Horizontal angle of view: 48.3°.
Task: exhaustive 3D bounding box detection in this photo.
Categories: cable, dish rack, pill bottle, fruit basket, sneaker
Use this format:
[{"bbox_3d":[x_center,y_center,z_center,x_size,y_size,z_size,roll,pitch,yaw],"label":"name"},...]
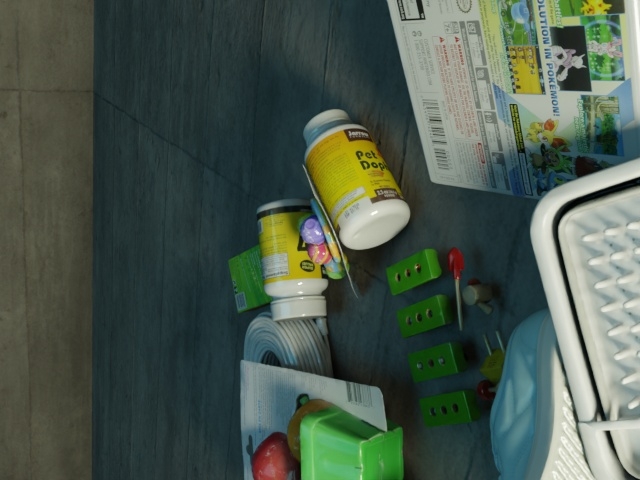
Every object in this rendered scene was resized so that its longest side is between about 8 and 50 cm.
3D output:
[{"bbox_3d":[-0.065,0.259,1.393,0.257,0.089,0.257,-33,67,55],"label":"cable"},{"bbox_3d":[0.360,0.078,0.658,0.285,0.072,0.333,-21,80,48],"label":"dish rack"},{"bbox_3d":[-0.048,0.038,1.286,0.119,0.119,0.208,-22,72,57],"label":"pill bottle"},{"bbox_3d":[-0.014,0.383,1.221,0.353,0.165,0.327,0,92,50],"label":"fruit basket"},{"bbox_3d":[0.048,-0.101,1.123,0.117,0.117,0.215,-56,50,46],"label":"pill bottle"},{"bbox_3d":[0.254,0.252,0.799,0.150,0.135,0.366,142,145,-69],"label":"sneaker"}]

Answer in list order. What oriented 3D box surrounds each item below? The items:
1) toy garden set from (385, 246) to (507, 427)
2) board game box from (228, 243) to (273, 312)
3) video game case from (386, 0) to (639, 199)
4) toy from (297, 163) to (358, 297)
[{"bbox_3d":[0.193,0.127,1.000,0.204,0.049,0.244,-33,66,57],"label":"toy garden set"},{"bbox_3d":[-0.122,0.074,1.506,0.259,0.039,0.124,-25,74,60],"label":"board game box"},{"bbox_3d":[0.208,-0.193,0.769,0.300,0.036,0.329,16,133,47],"label":"video game case"},{"bbox_3d":[0.000,0.000,1.157,0.237,0.056,0.137,63,-178,-59],"label":"toy"}]
